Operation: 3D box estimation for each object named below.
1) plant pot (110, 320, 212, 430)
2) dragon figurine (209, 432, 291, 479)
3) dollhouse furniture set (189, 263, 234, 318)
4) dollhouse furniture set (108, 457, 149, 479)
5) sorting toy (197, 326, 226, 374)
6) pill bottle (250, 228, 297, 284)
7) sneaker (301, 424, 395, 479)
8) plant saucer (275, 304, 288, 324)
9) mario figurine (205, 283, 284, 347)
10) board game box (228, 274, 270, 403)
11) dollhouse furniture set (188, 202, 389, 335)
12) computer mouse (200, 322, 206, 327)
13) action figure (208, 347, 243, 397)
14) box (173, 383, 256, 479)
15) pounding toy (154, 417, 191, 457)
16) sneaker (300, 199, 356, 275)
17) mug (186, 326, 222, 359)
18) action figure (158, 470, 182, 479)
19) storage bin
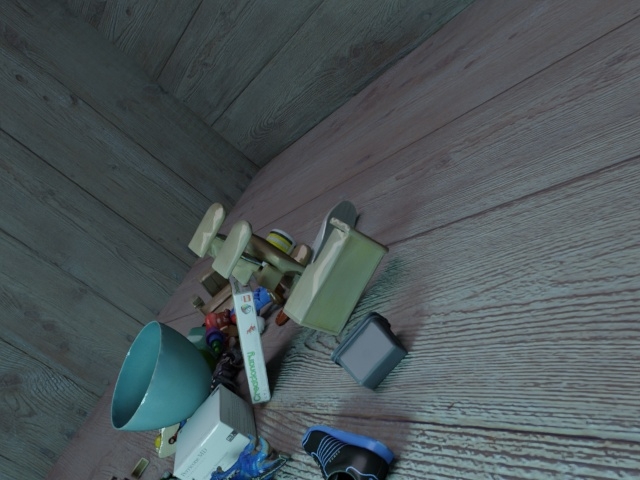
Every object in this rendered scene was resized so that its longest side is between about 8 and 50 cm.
[{"bbox_3d":[-0.416,0.387,1.438,0.290,0.196,0.290,-38,39,39],"label":"plant pot"},{"bbox_3d":[-0.140,0.492,1.096,0.289,0.085,0.144,-21,34,58],"label":"dragon figurine"},{"bbox_3d":[-0.340,0.242,2.157,0.303,0.173,0.356,-42,45,-15],"label":"dollhouse furniture set"},{"bbox_3d":[-0.613,0.766,1.715,0.081,0.091,0.114,1,48,48],"label":"dollhouse furniture set"},{"bbox_3d":[-0.412,0.458,1.705,0.365,0.127,0.126,-58,22,10],"label":"sorting toy"},{"bbox_3d":[-0.190,0.069,2.008,0.208,0.119,0.119,-57,19,-22],"label":"pill bottle"},{"bbox_3d":[0.026,0.387,0.915,0.232,0.081,0.090,-21,26,54],"label":"sneaker"},{"bbox_3d":[-0.112,0.234,1.663,0.083,0.013,0.083,-44,18,18],"label":"plant saucer"},{"bbox_3d":[-0.254,0.273,1.823,0.321,0.170,0.198,-36,-16,9],"label":"mario figurine"},{"bbox_3d":[-0.193,0.256,1.416,0.053,0.304,0.193,-11,13,-12],"label":"board game box"},{"bbox_3d":[-0.063,0.030,1.375,0.394,0.362,0.256,32,93,44],"label":"dollhouse furniture set"},{"bbox_3d":[-0.514,0.419,2.181,0.184,0.060,0.262,-55,18,-17],"label":"computer mouse"},{"bbox_3d":[-0.299,0.424,1.599,0.185,0.099,0.285,-62,13,2],"label":"action figure"},{"bbox_3d":[-0.266,0.500,1.328,0.181,0.119,0.182,-49,18,4],"label":"box"},{"bbox_3d":[-0.445,0.504,1.556,0.155,0.154,0.269,161,114,-67],"label":"pounding toy"},{"bbox_3d":[0.000,0.000,1.710,0.169,0.108,0.292,-17,38,54],"label":"sneaker"},{"bbox_3d":[-0.412,0.372,1.921,0.098,0.129,0.157,-7,23,14],"label":"mug"},{"bbox_3d":[-0.417,0.680,1.436,0.232,0.064,0.137,-33,28,52],"label":"action figure"},{"bbox_3d":[0.105,0.229,1.049,0.135,0.098,0.091,-48,46,5],"label":"storage bin"}]
